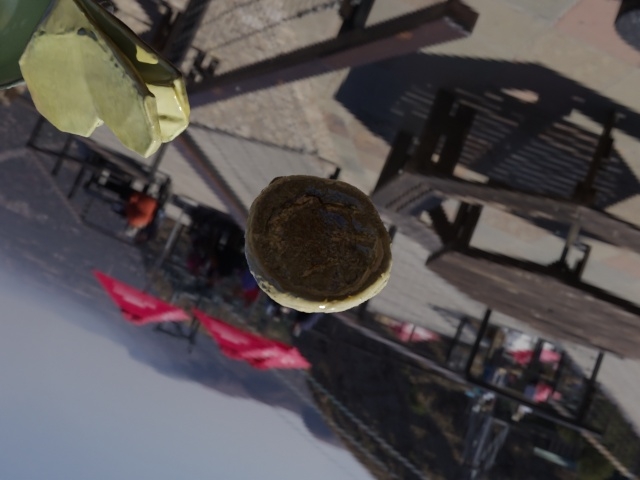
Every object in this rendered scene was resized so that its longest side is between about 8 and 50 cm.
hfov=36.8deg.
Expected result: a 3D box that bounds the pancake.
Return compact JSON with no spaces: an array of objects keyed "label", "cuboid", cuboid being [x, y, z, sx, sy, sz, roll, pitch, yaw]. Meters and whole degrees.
[{"label":"pancake","cuboid":[0.000,0.000,0.829,0.139,0.140,0.022,22,147,1]}]

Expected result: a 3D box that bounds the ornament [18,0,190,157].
[{"label":"ornament","cuboid":[-0.233,-0.180,0.972,0.201,0.059,0.180,17,136,32]}]

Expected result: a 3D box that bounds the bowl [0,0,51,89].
[{"label":"bowl","cuboid":[-0.467,-0.341,1.209,0.307,0.307,0.163,30,171,-35]}]

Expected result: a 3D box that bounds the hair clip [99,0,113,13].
[{"label":"hair clip","cuboid":[-0.411,-0.297,1.559,0.146,0.187,0.056,2,176,-21]}]
